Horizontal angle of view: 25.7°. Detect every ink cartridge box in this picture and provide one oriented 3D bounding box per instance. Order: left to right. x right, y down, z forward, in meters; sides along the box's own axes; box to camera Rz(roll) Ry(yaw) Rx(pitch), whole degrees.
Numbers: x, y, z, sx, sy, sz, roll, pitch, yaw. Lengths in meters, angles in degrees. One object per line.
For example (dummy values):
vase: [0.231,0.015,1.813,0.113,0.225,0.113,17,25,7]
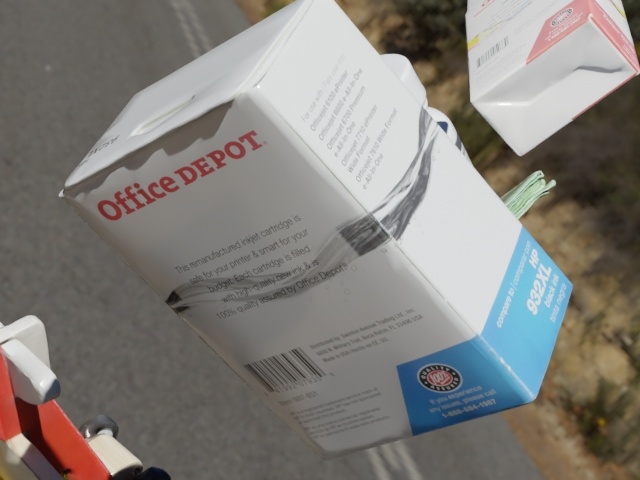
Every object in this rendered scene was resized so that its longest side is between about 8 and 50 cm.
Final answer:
ink cartridge box: [0.000,0.000,1.031,0.307,0.223,0.129,48,46,-20]
ink cartridge box: [0.178,-0.167,1.112,0.067,0.115,0.198,43,28,-23]

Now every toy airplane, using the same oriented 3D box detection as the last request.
toy airplane: [-0.364,0.256,1.599,0.384,0.272,0.386,49,-15,-7]

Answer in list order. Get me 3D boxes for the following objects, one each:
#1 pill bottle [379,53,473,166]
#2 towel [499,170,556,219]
pill bottle: [0.087,-0.033,1.427,0.283,0.161,0.161,61,4,-25]
towel: [0.134,0.044,1.738,0.038,0.325,0.248,51,35,1]
